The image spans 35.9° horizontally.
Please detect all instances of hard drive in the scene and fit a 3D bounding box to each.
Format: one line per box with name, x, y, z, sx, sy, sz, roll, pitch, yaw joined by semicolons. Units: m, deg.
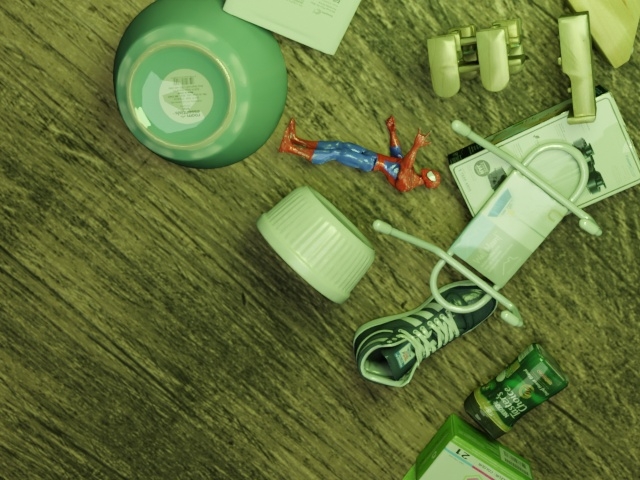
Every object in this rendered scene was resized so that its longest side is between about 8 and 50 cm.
hard drive;-0.008;-0.467;1.576;0.203;0.040;0.307;20;124;-13

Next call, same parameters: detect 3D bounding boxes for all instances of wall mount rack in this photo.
wall mount rack;0.270;-0.032;1.605;0.304;0.130;0.350;36;106;-6

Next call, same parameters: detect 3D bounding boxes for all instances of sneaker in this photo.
sneaker;0.188;0.168;1.753;0.282;0.153;0.099;-24;104;12

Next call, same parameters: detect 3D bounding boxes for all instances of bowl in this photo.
bowl;-0.219;-0.256;1.656;0.311;0.163;0.311;2;107;5

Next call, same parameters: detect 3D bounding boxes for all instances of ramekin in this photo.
ramekin;0.000;0.000;1.698;0.207;0.207;0.109;43;97;-8

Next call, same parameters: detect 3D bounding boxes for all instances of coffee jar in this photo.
coffee jar;0.356;0.279;1.811;0.184;0.079;0.096;-43;99;16

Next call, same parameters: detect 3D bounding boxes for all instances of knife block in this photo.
knife block;0.399;-0.433;1.585;0.242;0.088;0.275;9;108;3

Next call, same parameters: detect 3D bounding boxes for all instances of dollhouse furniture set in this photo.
dollhouse furniture set;0.305;-0.261;1.558;0.242;0.212;0.161;-4;105;18

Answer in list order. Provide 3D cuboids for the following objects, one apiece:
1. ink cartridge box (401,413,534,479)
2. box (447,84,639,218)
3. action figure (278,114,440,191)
ink cartridge box;0.256;0.489;1.876;0.189;0.097;0.255;33;106;-5
box;0.382;-0.125;1.681;0.290;0.087;0.169;-25;103;12
action figure;0.084;-0.172;1.689;0.280;0.091;0.139;20;117;-1
